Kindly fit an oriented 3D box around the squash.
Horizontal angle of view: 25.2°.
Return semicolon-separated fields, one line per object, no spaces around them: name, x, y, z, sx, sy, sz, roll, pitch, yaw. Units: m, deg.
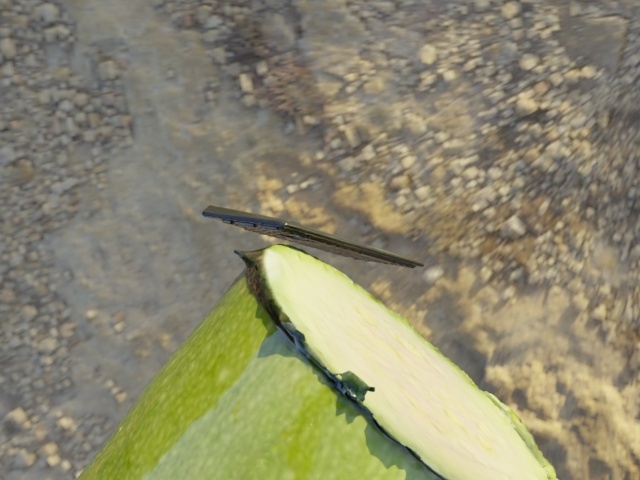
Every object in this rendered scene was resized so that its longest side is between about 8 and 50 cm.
squash;-0.049;0.226;0.890;0.263;0.263;0.384;38;99;6

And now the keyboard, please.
keyboard;0.000;0.000;0.978;0.067;0.202;0.011;11;87;30
